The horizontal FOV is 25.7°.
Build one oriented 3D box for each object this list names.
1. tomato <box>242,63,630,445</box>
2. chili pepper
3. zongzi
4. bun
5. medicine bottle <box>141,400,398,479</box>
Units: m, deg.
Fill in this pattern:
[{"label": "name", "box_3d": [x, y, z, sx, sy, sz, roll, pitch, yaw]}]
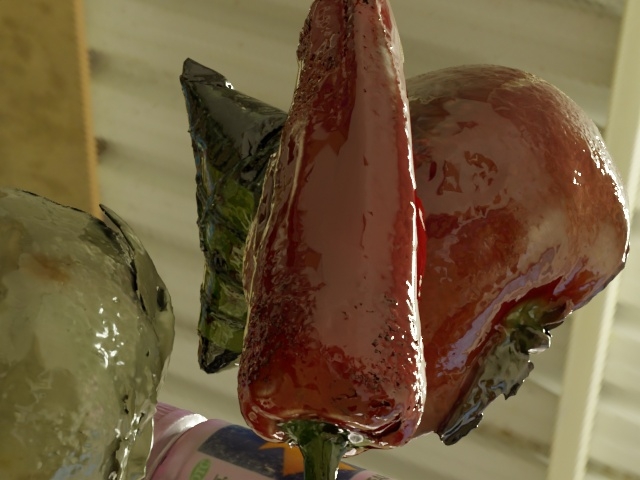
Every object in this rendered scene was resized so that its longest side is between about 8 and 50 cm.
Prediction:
[{"label": "tomato", "box_3d": [0.062, -0.024, 1.087, 0.290, 0.335, 0.176, 33, -21, 46]}, {"label": "chili pepper", "box_3d": [0.012, 0.005, 0.804, 0.110, 0.387, 0.110, 3, -25, 2]}, {"label": "zongzi", "box_3d": [0.000, 0.000, 1.617, 0.362, 0.319, 0.383, 34, -30, 46]}, {"label": "bun", "box_3d": [-0.164, 0.088, 0.735, 0.141, 0.239, 0.239, 27, -34, -34]}, {"label": "medicine bottle", "box_3d": [-0.067, 0.253, 1.211, 0.291, 0.178, 0.178, 17, -47, 23]}]
